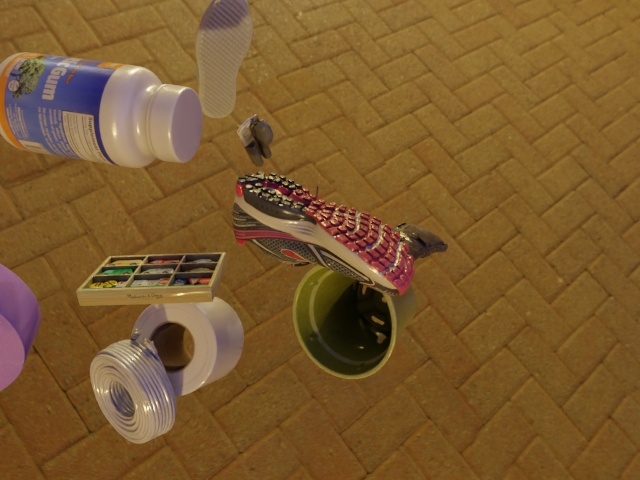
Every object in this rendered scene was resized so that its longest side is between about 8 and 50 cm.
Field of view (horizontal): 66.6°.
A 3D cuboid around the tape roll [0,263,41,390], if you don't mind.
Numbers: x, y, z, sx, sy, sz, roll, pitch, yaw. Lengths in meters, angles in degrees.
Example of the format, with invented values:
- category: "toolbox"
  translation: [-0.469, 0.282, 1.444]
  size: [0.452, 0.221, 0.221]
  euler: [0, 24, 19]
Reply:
- category: "tape roll"
  translation: [-0.607, 0.137, 0.772]
  size: [0.275, 0.274, 0.090]
  euler: [8, 35, -16]

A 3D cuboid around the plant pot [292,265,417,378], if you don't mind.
- category: "plant pot"
  translation: [0.115, 0.171, 1.222]
  size: [0.254, 0.276, 0.276]
  euler: [-10, 65, -57]

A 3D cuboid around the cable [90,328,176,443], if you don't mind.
- category: "cable"
  translation: [-0.459, 0.371, 1.194]
  size: [0.089, 0.257, 0.257]
  euler: [-26, 83, -51]

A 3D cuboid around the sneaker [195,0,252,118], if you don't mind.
- category: "sneaker"
  translation: [-0.270, -0.501, 1.269]
  size: [0.135, 0.366, 0.150]
  euler: [-1, 57, -24]

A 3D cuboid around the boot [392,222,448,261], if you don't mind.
- category: "boot"
  translation: [0.166, 0.001, 1.236]
  size: [0.263, 0.091, 0.229]
  euler: [27, 31, 25]

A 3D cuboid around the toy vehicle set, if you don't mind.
- category: "toy vehicle set"
  translation: [-0.346, 0.079, 1.033]
  size: [0.267, 0.035, 0.166]
  euler: [-2, 23, -1]

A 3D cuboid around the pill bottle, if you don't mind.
- category: "pill bottle"
  translation: [-0.328, -0.193, 0.741]
  size: [0.272, 0.152, 0.152]
  euler: [9, 60, 8]

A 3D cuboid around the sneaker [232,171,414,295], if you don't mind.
- category: "sneaker"
  translation: [0.000, 0.000, 0.731]
  size: [0.299, 0.111, 0.121]
  euler: [28, 31, 21]

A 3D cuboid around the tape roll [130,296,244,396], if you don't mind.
- category: "tape roll"
  translation: [-0.347, 0.268, 1.285]
  size: [0.246, 0.169, 0.245]
  euler: [-1, 86, 15]

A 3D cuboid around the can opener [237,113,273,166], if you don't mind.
- category: "can opener"
  translation: [-0.180, -0.275, 1.397]
  size: [0.093, 0.280, 0.074]
  euler: [45, 83, 5]
